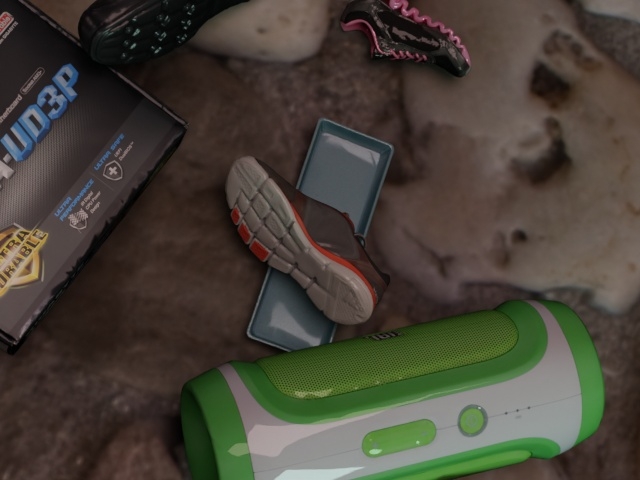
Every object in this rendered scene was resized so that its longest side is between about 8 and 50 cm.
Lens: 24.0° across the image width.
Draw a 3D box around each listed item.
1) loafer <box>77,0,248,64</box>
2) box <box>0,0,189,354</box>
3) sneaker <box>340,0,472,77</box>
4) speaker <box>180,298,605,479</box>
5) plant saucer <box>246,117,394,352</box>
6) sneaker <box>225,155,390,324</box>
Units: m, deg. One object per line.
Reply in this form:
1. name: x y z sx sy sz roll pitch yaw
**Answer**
1. loafer: -0.110 -0.206 1.175 0.078 0.076 0.223 42 53 14
2. box: -0.232 -0.052 1.127 0.175 0.051 0.220 38 71 -3
3. sneaker: 0.068 -0.164 1.240 0.119 0.047 0.057 35 77 4
4. speaker: 0.053 0.125 1.111 0.296 0.131 0.131 -11 79 -17
5. plant saucer: 0.000 0.000 1.192 0.067 0.018 0.192 21 71 -9
6. sneaker: -0.008 -0.005 1.162 0.158 0.061 0.065 50 43 0
